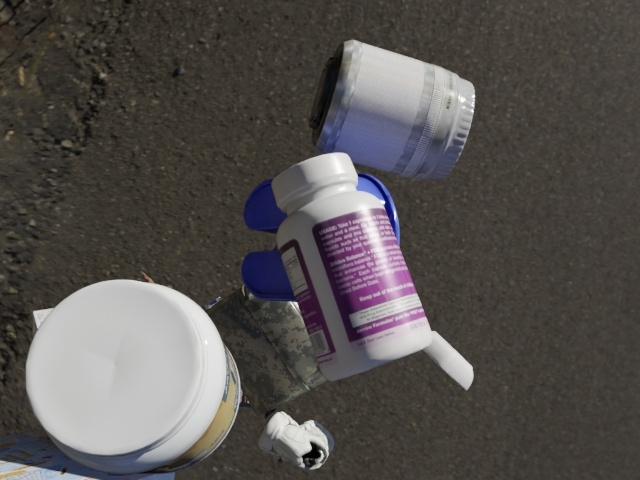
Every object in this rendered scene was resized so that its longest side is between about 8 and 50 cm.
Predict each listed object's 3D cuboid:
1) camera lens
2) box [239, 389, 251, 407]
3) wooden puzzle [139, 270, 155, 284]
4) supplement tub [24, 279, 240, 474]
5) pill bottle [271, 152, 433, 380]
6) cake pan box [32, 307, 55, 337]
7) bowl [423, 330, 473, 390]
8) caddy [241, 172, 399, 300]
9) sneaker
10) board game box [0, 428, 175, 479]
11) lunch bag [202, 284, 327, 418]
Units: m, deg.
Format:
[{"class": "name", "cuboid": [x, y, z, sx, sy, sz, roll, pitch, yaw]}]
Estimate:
[{"class": "camera lens", "cuboid": [0.127, -0.245, 1.286, 0.274, 0.219, 0.219, 15, 85, -8]}, {"class": "box", "cuboid": [-0.194, 0.280, 1.878, 0.073, 0.295, 0.293, 9, 94, -6]}, {"class": "wooden puzzle", "cuboid": [-0.462, 0.116, 1.836, 0.006, 0.083, 0.049, -44, 157, -6]}, {"class": "supplement tub", "cuboid": [-0.145, 0.117, 0.556, 0.144, 0.200, 0.144, 1, 71, -2]}, {"class": "pill bottle", "cuboid": [0.035, 0.035, 0.974, 0.169, 0.169, 0.302, -13, 79, -36]}, {"class": "cake pan box", "cuboid": [-0.359, 0.209, 1.191, 0.245, 0.267, 0.070, -6, 133, -32]}, {"class": "bowl", "cuboid": [0.292, 0.271, 1.567, 0.053, 0.142, 0.142, -46, 126, 0]}, {"class": "caddy", "cuboid": [0.000, 0.000, 1.221, 0.179, 0.341, 0.241, 6, 84, -36]}, {"class": "sneaker", "cuboid": [-0.029, 0.468, 1.509, 0.110, 0.118, 0.292, -61, 150, -6]}, {"class": "board game box", "cuboid": [-0.439, 0.360, 0.981, 0.318, 0.318, 0.066, 9, 86, -59]}, {"class": "lunch bag", "cuboid": [-0.122, 0.233, 1.584, 0.256, 0.212, 0.305, -34, 89, 5]}]
